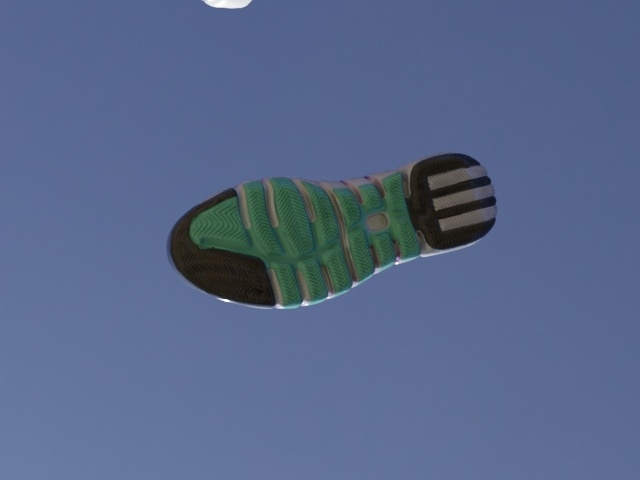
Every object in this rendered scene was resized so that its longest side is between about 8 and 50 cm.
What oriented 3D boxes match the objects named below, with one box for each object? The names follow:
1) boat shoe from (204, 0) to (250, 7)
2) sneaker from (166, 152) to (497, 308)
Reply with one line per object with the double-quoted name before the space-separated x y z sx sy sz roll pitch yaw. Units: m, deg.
"boat shoe" -0.068 -0.254 1.095 0.095 0.084 0.258 -139 -132 -58
"sneaker" 0.000 0.000 1.270 0.098 0.224 0.083 160 -80 -67
